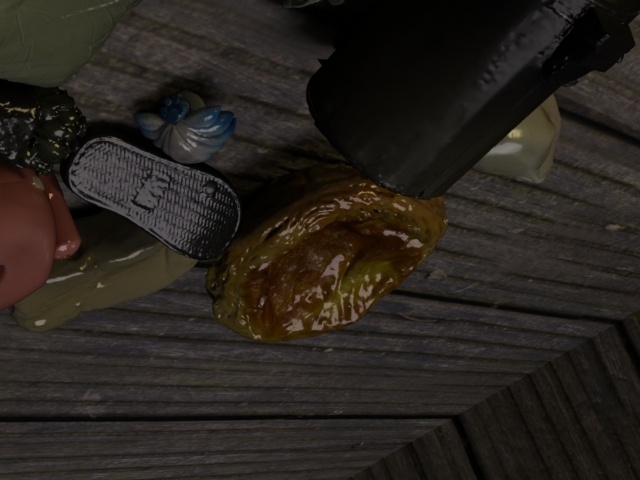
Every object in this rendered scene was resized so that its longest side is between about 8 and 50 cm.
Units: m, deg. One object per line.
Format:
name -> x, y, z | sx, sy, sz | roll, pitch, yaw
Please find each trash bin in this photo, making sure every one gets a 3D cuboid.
trash bin -> 0.150, -0.200, 1.332 | 0.203, 0.252, 0.301 | 5, 140, -45

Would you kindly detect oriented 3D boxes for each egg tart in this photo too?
egg tart -> 0.000, 0.000, 1.756 | 0.352, 0.150, 0.352 | -19, 151, -11

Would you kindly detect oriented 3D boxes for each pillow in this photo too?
pillow -> -0.245, -0.231, 1.096 | 0.274, 0.076, 0.281 | -37, 154, 28

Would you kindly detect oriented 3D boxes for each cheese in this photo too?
cheese -> -0.268, 0.019, 1.622 | 0.263, 0.093, 0.159 | -19, 160, -13

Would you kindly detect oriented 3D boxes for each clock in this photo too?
clock -> -0.384, 0.001, 1.348 | 0.227, 0.142, 0.241 | -24, 170, 3

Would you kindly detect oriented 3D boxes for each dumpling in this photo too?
dumpling -> 0.238, -0.158, 1.679 | 0.229, 0.124, 0.151 | 13, 102, -43

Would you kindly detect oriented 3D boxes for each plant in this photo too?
plant -> -0.301, -0.117, 1.276 | 0.143, 0.092, 0.094 | 7, 113, -43

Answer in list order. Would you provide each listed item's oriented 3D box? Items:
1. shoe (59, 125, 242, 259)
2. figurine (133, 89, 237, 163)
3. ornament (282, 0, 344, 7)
shoe -> -0.197, -0.068, 1.510 | 0.241, 0.093, 0.108 | 28, 100, -37
figurine -> -0.143, -0.124, 1.445 | 0.114, 0.079, 0.114 | -9, 170, -2
ornament -> -0.011, -0.254, 1.313 | 0.069, 0.041, 0.092 | -5, 174, 16
